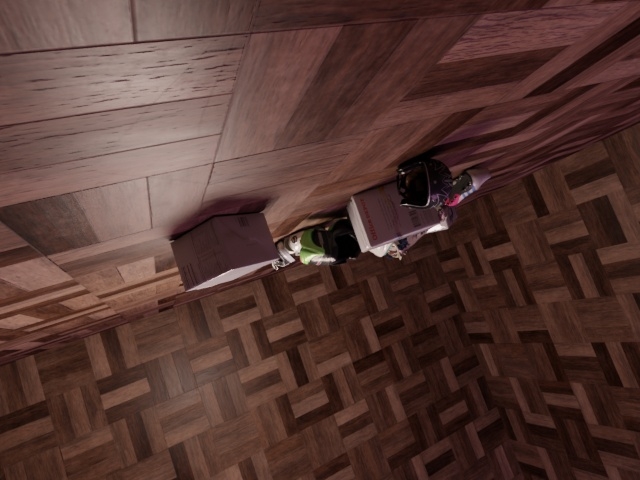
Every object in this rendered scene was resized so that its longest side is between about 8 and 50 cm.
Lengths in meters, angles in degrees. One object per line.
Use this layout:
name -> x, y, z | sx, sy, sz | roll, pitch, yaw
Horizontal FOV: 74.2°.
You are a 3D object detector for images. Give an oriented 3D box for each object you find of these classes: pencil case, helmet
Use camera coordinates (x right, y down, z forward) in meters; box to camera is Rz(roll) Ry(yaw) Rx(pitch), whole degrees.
pencil case -> 0.504, -0.068, 2.304 | 0.410, 0.184, 0.160 | -36, 167, -18
helmet -> 0.321, -0.172, 1.287 | 0.161, 0.170, 0.169 | -5, -177, 33

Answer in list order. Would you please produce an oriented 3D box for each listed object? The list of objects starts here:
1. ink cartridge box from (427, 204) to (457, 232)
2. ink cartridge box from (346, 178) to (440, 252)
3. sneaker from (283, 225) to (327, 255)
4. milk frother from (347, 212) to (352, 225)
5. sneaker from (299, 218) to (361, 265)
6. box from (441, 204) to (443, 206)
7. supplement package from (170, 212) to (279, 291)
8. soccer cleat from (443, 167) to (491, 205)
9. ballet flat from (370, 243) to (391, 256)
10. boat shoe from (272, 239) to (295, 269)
ink cartridge box -> 0.700, -0.142, 2.601 | 0.210, 0.122, 0.289 | -14, -170, 32
ink cartridge box -> 0.259, -0.096, 1.571 | 0.269, 0.199, 0.197 | -19, 175, -6
sneaker -> 0.000, 0.000, 1.918 | 0.146, 0.123, 0.330 | -31, 165, 36
milk frother -> 0.207, -0.121, 1.753 | 0.134, 0.129, 0.143 | -14, 128, -49
sneaker -> 0.094, 0.023, 1.770 | 0.202, 0.186, 0.482 | 11, -163, 26
box -> 0.551, -0.172, 2.467 | 0.323, 0.063, 0.067 | -20, 174, -5
supplement package -> -0.268, 0.030, 1.194 | 0.203, 0.150, 0.194 | -24, 173, 32
soccer cleat -> 0.665, -0.245, 1.954 | 0.143, 0.116, 0.331 | -19, 173, -10
ballet flat -> 0.298, -0.069, 1.876 | 0.139, 0.139, 0.400 | -16, 150, -32
boat shoe -> -0.193, 0.072, 1.990 | 0.104, 0.113, 0.306 | -34, -175, -7
